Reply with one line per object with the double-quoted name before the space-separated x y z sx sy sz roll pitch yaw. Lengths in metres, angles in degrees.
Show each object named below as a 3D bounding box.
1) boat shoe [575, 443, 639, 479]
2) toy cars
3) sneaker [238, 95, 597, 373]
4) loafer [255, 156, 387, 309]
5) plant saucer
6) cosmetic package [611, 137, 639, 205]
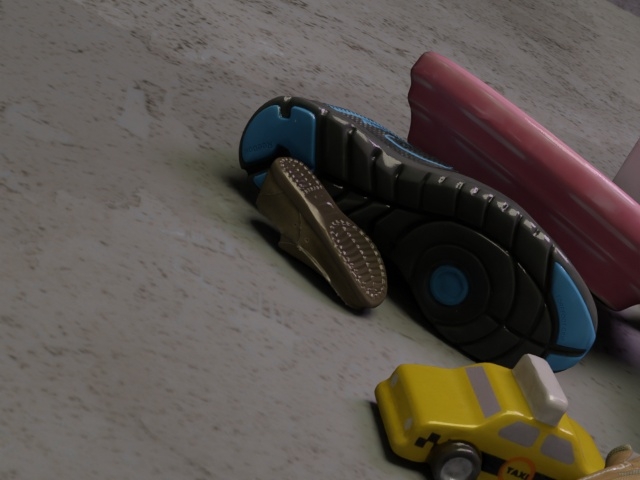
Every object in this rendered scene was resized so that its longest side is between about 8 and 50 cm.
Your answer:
"boat shoe" 0.204 0.164 1.045 0.190 0.068 0.072 2 34 -36
"toy cars" 0.217 0.191 1.126 0.394 0.087 0.176 38 24 18
"sneaker" 0.098 -0.019 1.377 0.341 0.125 0.140 38 18 13
"loafer" 0.000 0.000 1.316 0.056 0.050 0.148 -8 59 -52
"plant saucer" 0.202 -0.042 1.504 0.332 0.084 0.332 39 4 -3
"cosmetic package" 0.484 -0.111 1.709 0.217 0.385 0.156 41 23 30
